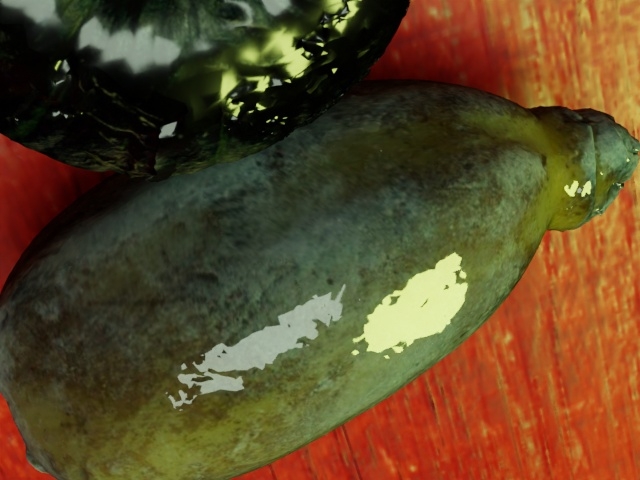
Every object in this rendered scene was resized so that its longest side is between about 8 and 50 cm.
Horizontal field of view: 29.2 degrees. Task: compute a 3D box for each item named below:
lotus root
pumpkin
[{"bbox_3d":[0.000,0.000,0.571,0.322,0.158,0.140,-28,129,-4],"label":"lotus root"},{"bbox_3d":[-0.068,-0.136,0.469,0.233,0.163,0.233,-5,113,-13],"label":"pumpkin"}]
